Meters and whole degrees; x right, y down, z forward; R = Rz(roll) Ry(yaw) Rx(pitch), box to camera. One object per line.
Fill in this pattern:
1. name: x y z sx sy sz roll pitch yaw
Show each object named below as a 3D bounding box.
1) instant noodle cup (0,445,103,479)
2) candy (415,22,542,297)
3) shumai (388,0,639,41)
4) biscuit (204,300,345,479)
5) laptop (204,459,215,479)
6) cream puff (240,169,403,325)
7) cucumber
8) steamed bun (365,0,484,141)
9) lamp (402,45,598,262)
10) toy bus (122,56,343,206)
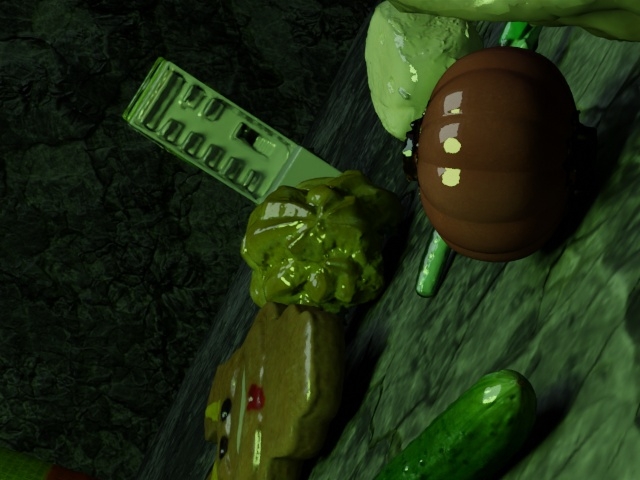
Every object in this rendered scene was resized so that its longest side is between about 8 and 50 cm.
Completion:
1. instant noodle cup: -0.263 0.277 0.853 0.294 0.307 0.294 -164 90 -82
2. candy: 0.125 -0.114 0.737 0.097 0.097 0.324 -146 76 -84
3. shumai: 0.169 -0.215 0.450 0.314 0.267 0.262 -25 -6 32
4. biscuit: -0.052 0.142 0.893 0.295 0.044 0.186 125 149 -52
5. laptop: -0.113 0.278 1.094 0.154 0.026 0.207 -55 9 42
6. cream puff: 0.000 0.000 0.952 0.156 0.121 0.156 -56 7 10
7. cucumber: 0.052 0.099 0.486 0.155 0.037 0.037 -54 10 44
8. steamed bun: 0.092 -0.146 0.962 0.130 0.090 0.113 -111 23 -45
9. lamp: 0.088 -0.043 0.552 0.107 0.092 0.108 4 -90 -71
10. toy bus: -0.092 -0.104 1.367 0.113 0.301 0.139 -58 12 1
